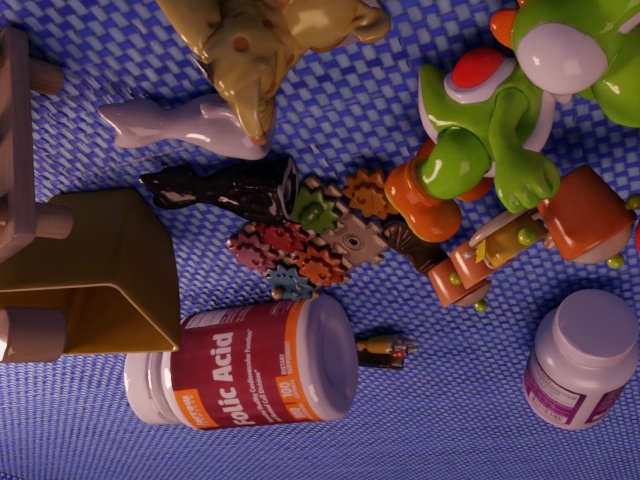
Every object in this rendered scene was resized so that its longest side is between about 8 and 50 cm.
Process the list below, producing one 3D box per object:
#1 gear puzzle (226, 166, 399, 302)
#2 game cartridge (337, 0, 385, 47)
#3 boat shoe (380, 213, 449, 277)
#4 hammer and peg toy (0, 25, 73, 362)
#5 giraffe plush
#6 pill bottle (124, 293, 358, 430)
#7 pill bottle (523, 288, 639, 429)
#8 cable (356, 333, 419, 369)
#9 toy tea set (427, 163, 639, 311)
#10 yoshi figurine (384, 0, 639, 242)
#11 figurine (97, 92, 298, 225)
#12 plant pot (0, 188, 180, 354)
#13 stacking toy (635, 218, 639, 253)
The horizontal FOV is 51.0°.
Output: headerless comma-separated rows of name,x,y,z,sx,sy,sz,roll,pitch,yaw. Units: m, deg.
gear puzzle,0.000,0.000,0.982,0.175,0.044,0.339,41,136,-15
game cartridge,0.026,-0.229,0.697,0.083,0.017,0.056,-13,140,26
boat shoe,0.147,0.005,1.016,0.056,0.049,0.152,-36,128,21
hammer and peg toy,-0.397,-0.027,0.758,0.266,0.361,0.127,-23,158,38
giraffe plush,-0.038,-0.206,0.623,0.171,0.210,0.181,-34,112,1
pill bottle,-0.148,0.233,1.244,0.393,0.224,0.224,-11,144,22
pill bottle,0.459,0.210,1.185,0.170,0.169,0.301,-1,147,8
cable,0.061,0.219,1.380,0.288,0.072,0.139,4,167,24
toy tea set,0.265,0.029,0.871,0.200,0.124,0.336,-30,170,-13
yoshi figurine,0.240,-0.126,0.690,0.203,0.203,0.362,4,149,-29
figurine,-0.153,-0.106,0.854,0.210,0.092,0.214,1,146,13
plant pot,-0.329,0.041,1.003,0.212,0.187,0.212,-4,147,14
stacking toy,0.370,-0.048,0.617,0.141,0.141,0.330,-3,155,12
